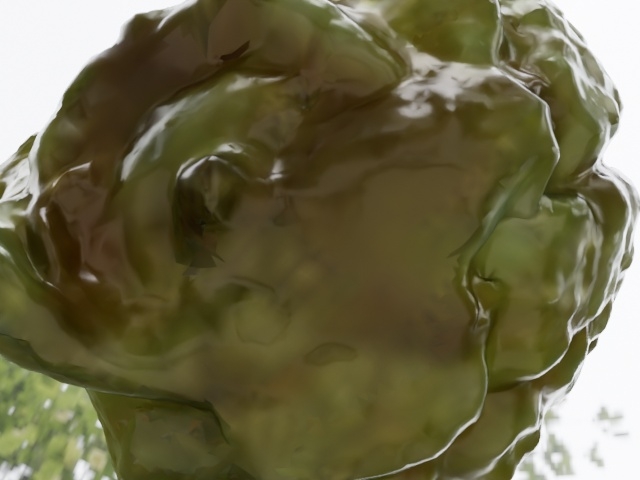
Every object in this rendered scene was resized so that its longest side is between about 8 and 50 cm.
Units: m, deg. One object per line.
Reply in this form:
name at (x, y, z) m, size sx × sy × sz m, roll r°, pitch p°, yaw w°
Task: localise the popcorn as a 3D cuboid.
popcorn at (-0.007, 0.006, 0.883) m, size 0.335 × 0.274 × 0.279 m, roll -42°, pitch -82°, yaw 10°
